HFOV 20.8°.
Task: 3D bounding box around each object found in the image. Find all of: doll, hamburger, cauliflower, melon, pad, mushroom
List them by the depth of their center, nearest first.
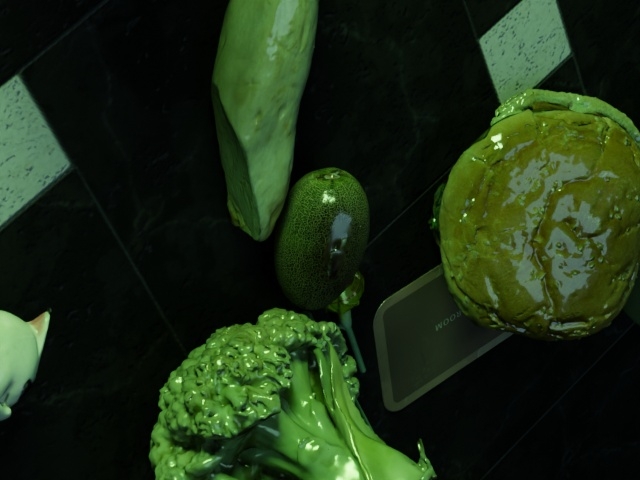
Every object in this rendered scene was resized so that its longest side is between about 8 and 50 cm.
[{"bbox_3d":[-0.338,0.120,1.599,0.181,0.110,0.107,-4,76,-41],"label":"doll"},{"bbox_3d":[-0.060,-0.153,1.730,0.107,0.087,0.333,-11,122,-41],"label":"mushroom"},{"bbox_3d":[-0.042,0.227,1.831,0.327,0.281,0.260,-37,166,-31],"label":"cauliflower"},{"bbox_3d":[0.000,0.000,1.863,0.099,0.099,0.162,-12,126,-39],"label":"melon"},{"bbox_3d":[0.264,-0.026,2.017,0.265,0.134,0.285,8,103,-12],"label":"hamburger"},{"bbox_3d":[0.170,0.090,2.149,0.266,0.002,0.176,-31,131,-28],"label":"pad"}]

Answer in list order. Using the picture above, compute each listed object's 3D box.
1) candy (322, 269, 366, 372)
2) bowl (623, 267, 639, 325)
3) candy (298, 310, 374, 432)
[{"bbox_3d":[0.032,0.095,1.991,0.062,0.058,0.194,-34,141,-15],"label":"candy"},{"bbox_3d":[0.450,-0.018,2.177,0.163,0.307,0.307,10,109,-9],"label":"bowl"},{"bbox_3d":[0.063,0.242,2.073,0.119,0.119,0.440,-40,128,-20],"label":"candy"}]
